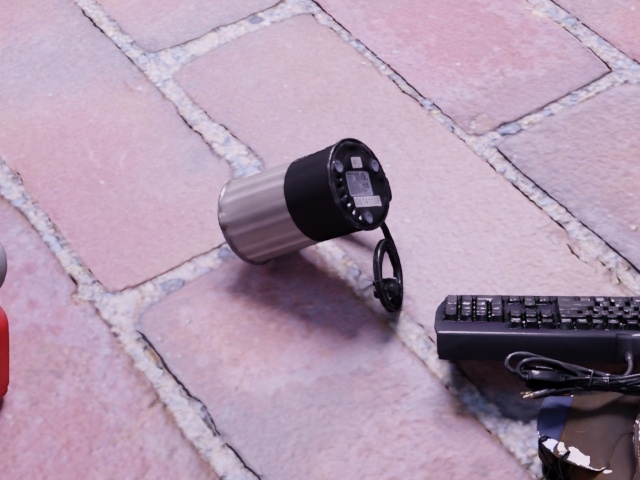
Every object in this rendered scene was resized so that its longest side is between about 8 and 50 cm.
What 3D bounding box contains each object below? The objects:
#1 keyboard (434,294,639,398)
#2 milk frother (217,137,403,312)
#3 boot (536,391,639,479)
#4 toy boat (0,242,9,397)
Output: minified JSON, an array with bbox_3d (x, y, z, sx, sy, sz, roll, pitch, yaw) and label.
[{"bbox_3d":[0.252,0.080,1.340,0.317,0.033,0.201,0,21,5],"label":"keyboard"},{"bbox_3d":[0.000,0.000,1.454,0.135,0.129,0.143,-18,64,38],"label":"milk frother"},{"bbox_3d":[0.205,0.190,1.248,0.106,0.082,0.219,3,32,22],"label":"boot"},{"bbox_3d":[-0.408,0.079,1.325,0.318,0.148,0.267,-10,17,-19],"label":"toy boat"}]
